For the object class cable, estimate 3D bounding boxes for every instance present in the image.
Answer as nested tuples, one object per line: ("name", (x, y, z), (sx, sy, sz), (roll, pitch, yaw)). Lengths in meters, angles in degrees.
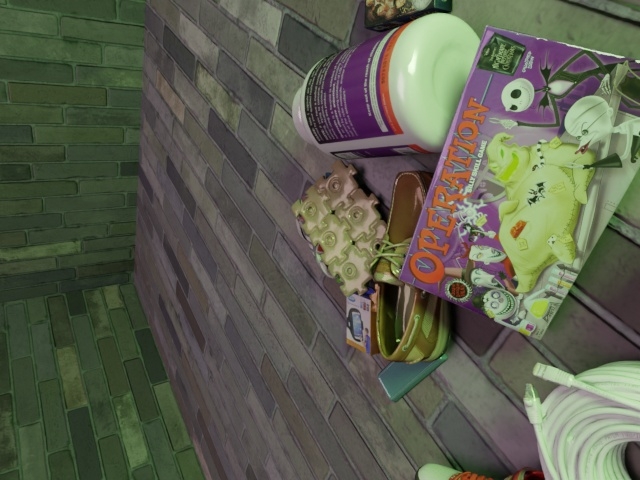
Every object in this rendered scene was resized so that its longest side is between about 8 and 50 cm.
("cable", (0.370, 0.263, 0.490), (0.257, 0.089, 0.257), (-7, 92, 56))

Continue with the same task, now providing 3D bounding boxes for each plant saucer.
("plant saucer", (0.166, 0.241, 0.851), (0.067, 0.018, 0.192), (60, 139, 29))

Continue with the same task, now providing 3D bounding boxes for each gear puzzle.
("gear puzzle", (0.082, 0.009, 0.893), (0.175, 0.044, 0.339), (-43, 66, 26))

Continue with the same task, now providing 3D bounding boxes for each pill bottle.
("pill bottle", (0.089, -0.224, 0.719), (0.323, 0.181, 0.181), (11, 106, 55))

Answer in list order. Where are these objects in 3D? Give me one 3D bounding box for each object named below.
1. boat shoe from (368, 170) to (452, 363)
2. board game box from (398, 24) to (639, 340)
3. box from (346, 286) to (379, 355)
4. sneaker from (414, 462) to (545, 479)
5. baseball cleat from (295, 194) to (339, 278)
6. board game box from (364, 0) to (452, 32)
("boat shoe", (0.147, 0.047, 0.737), (0.122, 0.120, 0.324), (-1, 91, 56))
("board game box", (0.245, -0.059, 0.560), (0.208, 0.056, 0.346), (25, 121, 23))
("box", (0.088, 0.163, 0.942), (0.081, 0.028, 0.136), (13, 110, 55))
("sneaker", (0.266, 0.381, 0.670), (0.270, 0.090, 0.145), (24, 115, 48))
("baseball cleat", (0.000, 0.000, 1.018), (0.109, 0.072, 0.206), (122, 136, -62))
("board game box", (0.139, -0.479, 0.715), (0.165, 0.042, 0.243), (17, 110, 54))
